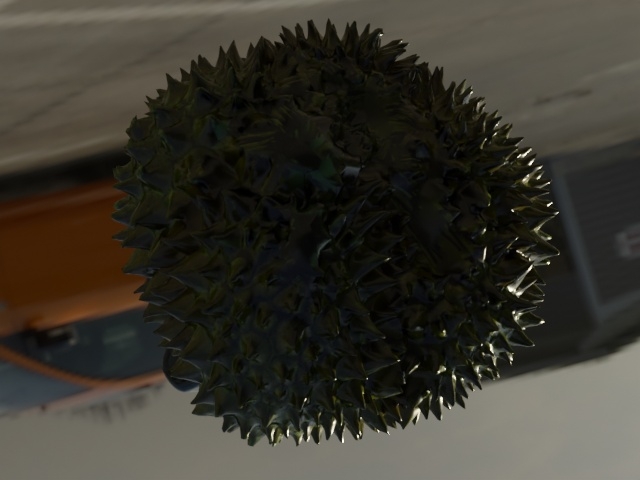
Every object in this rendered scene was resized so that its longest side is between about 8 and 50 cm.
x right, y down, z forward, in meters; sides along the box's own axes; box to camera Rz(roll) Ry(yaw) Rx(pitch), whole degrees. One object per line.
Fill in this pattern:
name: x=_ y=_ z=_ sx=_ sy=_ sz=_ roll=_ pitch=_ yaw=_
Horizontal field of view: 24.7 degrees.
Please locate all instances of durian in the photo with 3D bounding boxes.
durian: x=-0.002 y=0.002 z=0.914 sx=0.291 sy=0.291 sz=0.224 roll=-16 pitch=179 yaw=-32

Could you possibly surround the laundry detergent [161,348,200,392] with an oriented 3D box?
laundry detergent: x=-0.076 y=0.114 z=1.485 sx=0.097 sy=0.061 sz=0.206 roll=-53 pitch=156 yaw=11
